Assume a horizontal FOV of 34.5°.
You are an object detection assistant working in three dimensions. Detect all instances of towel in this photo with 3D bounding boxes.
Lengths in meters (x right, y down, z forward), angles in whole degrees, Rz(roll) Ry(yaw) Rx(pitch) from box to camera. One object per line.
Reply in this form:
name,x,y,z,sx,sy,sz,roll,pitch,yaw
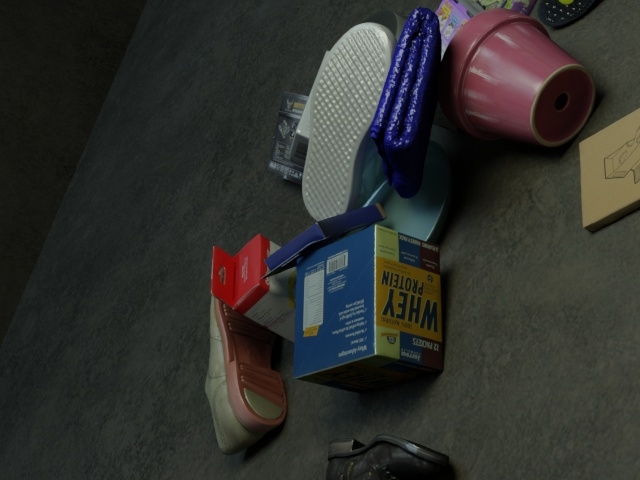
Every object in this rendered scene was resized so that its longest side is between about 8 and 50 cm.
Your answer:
towel,0.136,-0.208,1.618,0.308,0.076,0.228,61,-139,-77

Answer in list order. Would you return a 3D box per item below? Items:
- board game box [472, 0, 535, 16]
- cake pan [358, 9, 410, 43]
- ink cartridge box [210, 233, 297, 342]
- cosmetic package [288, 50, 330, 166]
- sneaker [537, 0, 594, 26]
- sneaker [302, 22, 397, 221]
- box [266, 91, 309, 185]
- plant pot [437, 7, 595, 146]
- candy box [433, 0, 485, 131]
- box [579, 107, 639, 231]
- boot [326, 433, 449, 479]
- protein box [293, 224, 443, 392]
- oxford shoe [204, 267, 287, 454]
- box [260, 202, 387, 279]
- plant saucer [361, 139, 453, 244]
board game box,0.357,-0.516,1.918,0.347,0.056,0.208,-62,23,-8
cake pan,0.095,-0.367,2.187,0.293,0.054,0.293,-40,32,32
ink cartridge box,-0.078,0.084,1.807,0.078,0.231,0.134,-42,31,28
cosmetic package,0.043,-0.231,1.961,0.151,0.151,0.184,115,175,-73
sneaker,0.443,-0.431,1.681,0.209,0.069,0.082,-47,-5,39
sneaker,0.066,-0.209,1.771,0.150,0.135,0.366,-32,-34,-52
box,-0.031,-0.212,2.172,0.231,0.056,0.183,25,103,63
plant pot,0.307,-0.232,1.565,0.201,0.201,0.180,-56,42,5
candy box,0.234,-0.318,1.828,0.196,0.070,0.165,-62,28,25
box,0.438,-0.118,1.393,0.201,0.021,0.164,-33,36,40
boot,0.069,0.392,1.424,0.263,0.091,0.229,-21,49,55
protein box,0.071,0.111,1.588,0.200,0.136,0.201,-24,57,47
oxford shoe,-0.168,0.213,1.915,0.146,0.140,0.397,-47,32,29
box,0.000,0.000,1.731,0.136,0.036,0.225,-35,-9,36
plant saucer,0.123,-0.031,1.801,0.317,0.043,0.318,-39,33,31
